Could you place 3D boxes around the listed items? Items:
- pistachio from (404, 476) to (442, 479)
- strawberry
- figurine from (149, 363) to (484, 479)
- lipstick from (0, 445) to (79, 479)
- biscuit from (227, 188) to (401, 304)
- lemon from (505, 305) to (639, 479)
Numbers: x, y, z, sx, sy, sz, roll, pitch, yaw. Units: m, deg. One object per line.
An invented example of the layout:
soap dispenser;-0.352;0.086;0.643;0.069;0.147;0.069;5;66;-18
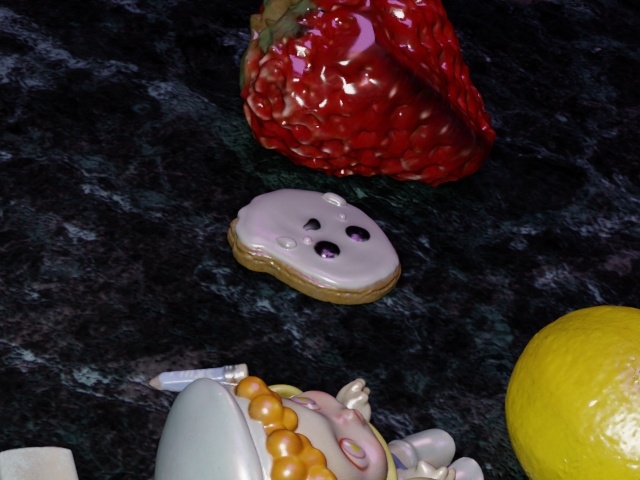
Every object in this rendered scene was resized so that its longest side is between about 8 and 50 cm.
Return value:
pistachio;0.109;0.366;1.254;0.365;0.281;0.445;61;35;-5
strawberry;0.068;-0.197;2.115;0.345;0.295;0.317;40;7;-24
figurine;0.012;0.247;1.521;0.382;0.205;0.224;16;27;-38
lipstick;-0.231;0.298;1.410;0.077;0.079;0.253;0;42;-23
biscuit;0.000;0.000;1.957;0.208;0.049;0.181;25;36;16
lemon;0.313;0.189;1.655;0.263;0.236;0.236;30;36;15
